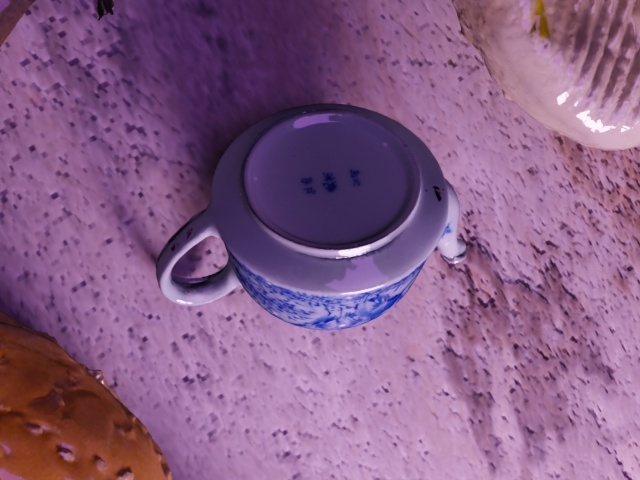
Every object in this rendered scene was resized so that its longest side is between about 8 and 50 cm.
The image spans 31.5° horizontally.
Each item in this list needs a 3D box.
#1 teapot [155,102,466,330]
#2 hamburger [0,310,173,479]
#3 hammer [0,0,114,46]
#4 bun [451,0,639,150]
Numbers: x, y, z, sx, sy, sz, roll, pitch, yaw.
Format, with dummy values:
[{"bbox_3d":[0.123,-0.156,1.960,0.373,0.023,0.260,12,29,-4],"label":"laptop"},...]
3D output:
[{"bbox_3d":[0.000,0.000,0.792,0.231,0.159,0.159,-10,101,-10],"label":"teapot"},{"bbox_3d":[-0.232,0.175,0.700,0.283,0.144,0.260,37,84,-18],"label":"hamburger"},{"bbox_3d":[-0.238,-0.094,0.711,0.297,0.027,0.125,-54,135,-5],"label":"hammer"},{"bbox_3d":[0.205,-0.208,0.842,0.259,0.160,0.259,-2,104,-9],"label":"bun"}]
